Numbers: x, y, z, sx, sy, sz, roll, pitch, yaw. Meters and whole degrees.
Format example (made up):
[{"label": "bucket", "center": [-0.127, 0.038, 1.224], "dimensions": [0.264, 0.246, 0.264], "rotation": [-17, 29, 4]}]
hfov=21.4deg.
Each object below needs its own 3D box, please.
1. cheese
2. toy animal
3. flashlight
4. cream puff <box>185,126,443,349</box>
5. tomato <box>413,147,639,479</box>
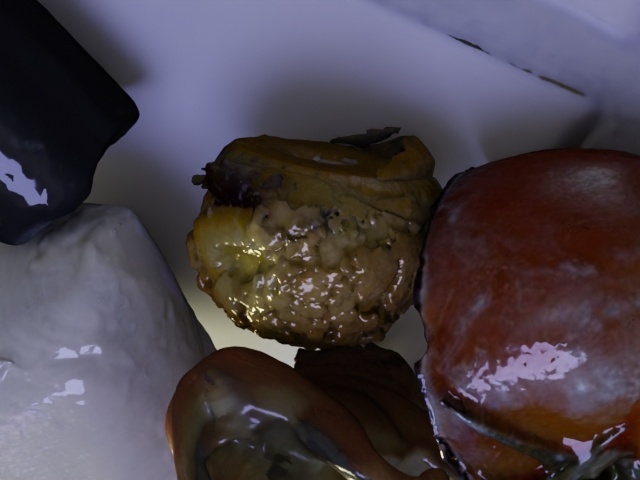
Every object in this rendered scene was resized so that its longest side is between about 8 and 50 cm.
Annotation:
[{"label": "cheese", "center": [-0.144, 0.071, 0.895], "dimensions": [0.189, 0.154, 0.198], "rotation": [-14, 130, 12]}, {"label": "toy animal", "center": [0.000, 0.102, 0.813], "dimensions": [0.157, 0.312, 0.097], "rotation": [42, 101, 24]}, {"label": "flashlight", "center": [-0.251, -0.170, 0.747], "dimensions": [0.103, 0.103, 0.424], "rotation": [-24, 120, 37]}, {"label": "cream puff", "center": [0.000, 0.000, 0.785], "dimensions": [0.119, 0.133, 0.104], "rotation": [3, 106, -12]}, {"label": "tomato", "center": [0.147, 0.058, 0.763], "dimensions": [0.155, 0.180, 0.214], "rotation": [-12, 133, 23]}]
